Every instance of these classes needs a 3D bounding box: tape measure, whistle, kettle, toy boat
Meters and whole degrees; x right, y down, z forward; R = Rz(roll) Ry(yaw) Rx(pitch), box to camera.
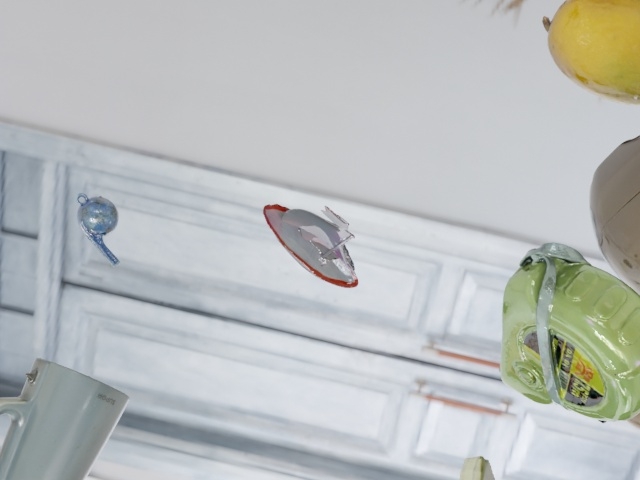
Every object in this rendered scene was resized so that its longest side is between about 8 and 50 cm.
[{"bbox_3d":[0.226,0.085,0.838,0.087,0.154,0.177,-41,-38,-22],"label":"tape measure"},{"bbox_3d":[-0.430,-0.031,1.922,0.090,0.158,0.090,-36,15,11],"label":"whistle"},{"bbox_3d":[-0.429,0.308,1.465,0.210,0.160,0.243,42,-116,-45],"label":"kettle"},{"bbox_3d":[-0.021,-0.012,1.769,0.072,0.219,0.318,-51,-18,-13],"label":"toy boat"}]

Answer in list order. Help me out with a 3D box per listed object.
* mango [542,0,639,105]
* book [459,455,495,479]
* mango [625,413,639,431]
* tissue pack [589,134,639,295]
[{"bbox_3d":[0.477,-0.302,1.510,0.119,0.317,0.176,21,-76,-52],"label":"mango"},{"bbox_3d":[0.179,0.419,1.072,0.352,0.035,0.239,67,-149,-49],"label":"book"},{"bbox_3d":[0.636,0.306,1.773,0.221,0.151,0.120,-159,74,-66],"label":"mango"},{"bbox_3d":[0.531,-0.046,1.146,0.387,0.267,0.277,-37,27,24],"label":"tissue pack"}]
